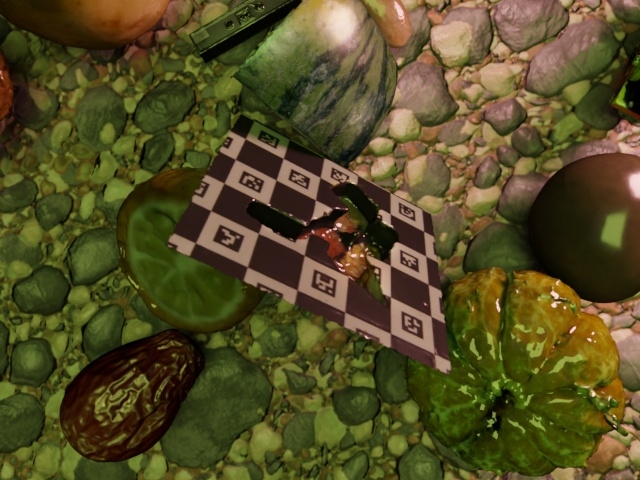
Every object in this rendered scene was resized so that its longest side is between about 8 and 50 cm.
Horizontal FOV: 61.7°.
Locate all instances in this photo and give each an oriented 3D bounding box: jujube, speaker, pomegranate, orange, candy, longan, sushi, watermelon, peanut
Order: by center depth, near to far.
[{"bbox_3d":[0.000,0.000,0.740,0.359,0.343,0.064,27,126,-13],"label":"sushi"},{"bbox_3d":[0.271,0.192,0.778,0.301,0.223,0.300,-44,75,23],"label":"orange"},{"bbox_3d":[-0.366,-0.428,0.788,0.306,0.307,0.308,0,90,2],"label":"pomegranate"},{"bbox_3d":[0.408,-0.020,0.788,0.196,0.196,0.220,13,89,2],"label":"longan"},{"bbox_3d":[-0.190,0.019,0.807,0.259,0.118,0.260,13,118,25],"label":"candy"},{"bbox_3d":[-0.285,0.235,0.837,0.236,0.168,0.168,-42,88,-3],"label":"jujube"},{"bbox_3d":[-0.009,-0.264,0.849,0.213,0.201,0.261,-50,131,0],"label":"watermelon"},{"bbox_3d":[0.090,-0.376,0.861,0.076,0.076,0.152,-37,94,2],"label":"peanut"},{"bbox_3d":[-0.122,-0.364,0.884,0.191,0.046,0.040,-29,88,2],"label":"speaker"}]

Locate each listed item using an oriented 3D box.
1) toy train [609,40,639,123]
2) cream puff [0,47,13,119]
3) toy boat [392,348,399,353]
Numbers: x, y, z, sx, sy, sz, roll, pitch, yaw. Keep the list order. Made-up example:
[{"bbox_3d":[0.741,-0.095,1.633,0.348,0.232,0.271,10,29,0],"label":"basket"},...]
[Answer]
[{"bbox_3d":[0.542,-0.304,0.803,0.100,0.160,0.296,30,89,11],"label":"toy train"},{"bbox_3d":[-0.602,-0.279,0.762,0.231,0.343,0.327,-38,63,-8],"label":"cream puff"},{"bbox_3d":[0.141,0.118,0.869,0.055,0.060,0.141,12,97,2],"label":"toy boat"}]
